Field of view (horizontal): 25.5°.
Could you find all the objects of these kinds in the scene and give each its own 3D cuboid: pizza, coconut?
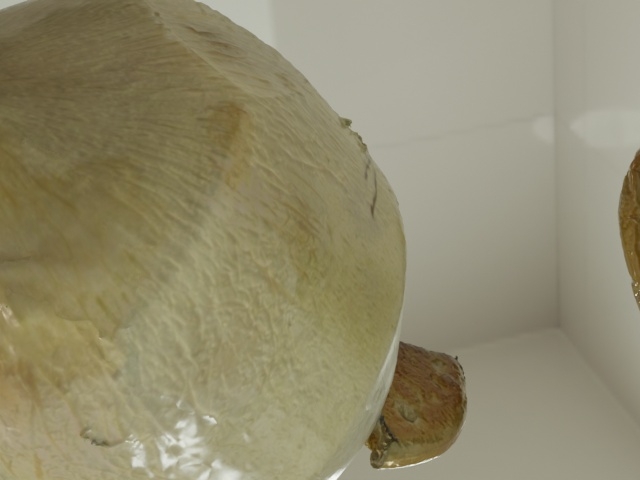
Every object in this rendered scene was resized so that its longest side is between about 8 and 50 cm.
[{"bbox_3d":[0.053,0.118,1.097,0.131,0.041,0.178,31,-152,-3],"label":"pizza"},{"bbox_3d":[-0.138,0.018,0.877,0.346,0.360,0.346,-23,-136,25],"label":"coconut"}]

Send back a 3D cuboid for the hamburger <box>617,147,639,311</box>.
[{"bbox_3d":[0.363,0.023,1.302,0.157,0.283,0.144,-17,-171,-31],"label":"hamburger"}]
